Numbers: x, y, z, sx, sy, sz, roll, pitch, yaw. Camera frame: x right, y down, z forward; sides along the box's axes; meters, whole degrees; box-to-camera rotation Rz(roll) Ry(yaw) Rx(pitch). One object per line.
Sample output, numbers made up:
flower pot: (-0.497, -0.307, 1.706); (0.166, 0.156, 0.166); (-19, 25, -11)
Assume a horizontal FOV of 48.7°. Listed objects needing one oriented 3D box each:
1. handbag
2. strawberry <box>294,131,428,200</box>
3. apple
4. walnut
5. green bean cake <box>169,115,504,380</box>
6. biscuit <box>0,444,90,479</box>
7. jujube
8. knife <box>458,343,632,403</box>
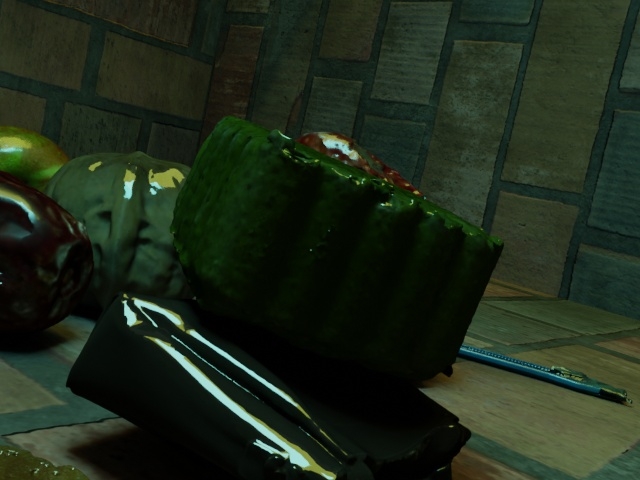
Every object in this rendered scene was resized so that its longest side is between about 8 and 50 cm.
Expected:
handbag: (-0.027, 0.137, 0.590); (0.257, 0.113, 0.285); (22, 3, 31)
strawberry: (0.053, 0.017, 0.995); (0.292, 0.309, 0.292); (8, 4, -1)
apple: (-0.516, -0.061, 1.151); (0.246, 0.246, 0.226); (9, -12, -34)
walnut: (-0.264, -0.012, 0.978); (0.248, 0.248, 0.248); (12, 6, -1)
green bean cake: (0.000, 0.000, 0.642); (0.247, 0.156, 0.250); (22, 6, -22)
biscuit: (-0.201, 0.161, 0.428); (0.119, 0.019, 0.130); (17, 7, 38)
jujube: (-0.381, 0.007, 0.771); (0.243, 0.183, 0.183); (19, 7, 11)
knife: (0.340, 0.206, 1.127); (0.297, 0.026, 0.044); (14, 18, 16)
